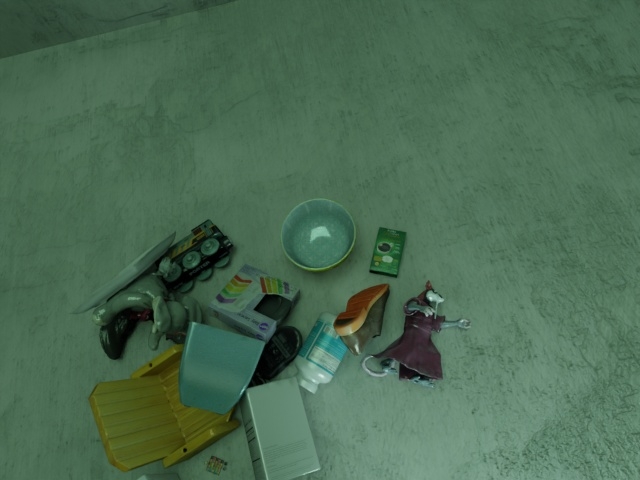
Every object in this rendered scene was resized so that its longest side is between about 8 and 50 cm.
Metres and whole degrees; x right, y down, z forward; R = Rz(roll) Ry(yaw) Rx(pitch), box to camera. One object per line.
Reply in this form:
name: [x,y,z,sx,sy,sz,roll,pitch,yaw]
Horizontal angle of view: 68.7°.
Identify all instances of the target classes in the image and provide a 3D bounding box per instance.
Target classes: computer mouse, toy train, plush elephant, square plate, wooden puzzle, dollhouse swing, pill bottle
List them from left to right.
square plate: [-0.719,0.124,1.752,0.347,0.344,0.049,-33,104,18]
plush elephant: [-0.580,0.260,1.671,0.330,0.272,0.255,-46,62,12]
dollhouse swing: [-0.516,0.540,1.563,0.315,0.305,0.347,-34,66,3]
toy train: [-0.511,0.063,1.874,0.333,0.142,0.190,-35,53,-4]
wooden puzzle: [-0.363,0.776,1.613,0.083,0.006,0.049,16,71,15]
computer mouse: [-0.174,0.417,1.708,0.272,0.072,0.188,-39,67,4]
pill bottle: [0.005,0.395,1.643,0.146,0.146,0.264,26,74,18]

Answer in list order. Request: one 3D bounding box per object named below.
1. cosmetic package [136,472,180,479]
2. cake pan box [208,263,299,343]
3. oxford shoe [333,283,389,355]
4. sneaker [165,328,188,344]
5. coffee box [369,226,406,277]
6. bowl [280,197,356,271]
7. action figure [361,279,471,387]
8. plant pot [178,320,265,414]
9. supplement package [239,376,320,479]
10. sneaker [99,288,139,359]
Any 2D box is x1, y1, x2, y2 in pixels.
cosmetic package: [-0.455,0.960,1.417,0.161,0.230,0.453,-36,63,-6]
cake pan box: [-0.239,0.231,1.742,0.266,0.070,0.246,24,50,18]
oxford shoe: [0.162,0.264,1.633,0.129,0.363,0.133,-18,102,36]
sneaker: [-0.519,0.374,1.789,0.157,0.061,0.065,13,101,8]
coffee box: [0.262,0.045,1.810,0.113,0.040,0.184,10,70,12]
bowl: [0.000,0.000,1.805,0.289,0.156,0.290,-3,67,8]
action figure: [0.343,0.318,1.643,0.275,0.248,0.370,-20,42,46]
plant pot: [-0.346,0.423,1.537,0.247,0.248,0.252,18,75,-11]
supplement package: [-0.142,0.624,1.526,0.177,0.175,0.293,-7,64,-22]
sneaker: [-0.768,0.316,1.817,0.130,0.109,0.287,-2,68,2]
